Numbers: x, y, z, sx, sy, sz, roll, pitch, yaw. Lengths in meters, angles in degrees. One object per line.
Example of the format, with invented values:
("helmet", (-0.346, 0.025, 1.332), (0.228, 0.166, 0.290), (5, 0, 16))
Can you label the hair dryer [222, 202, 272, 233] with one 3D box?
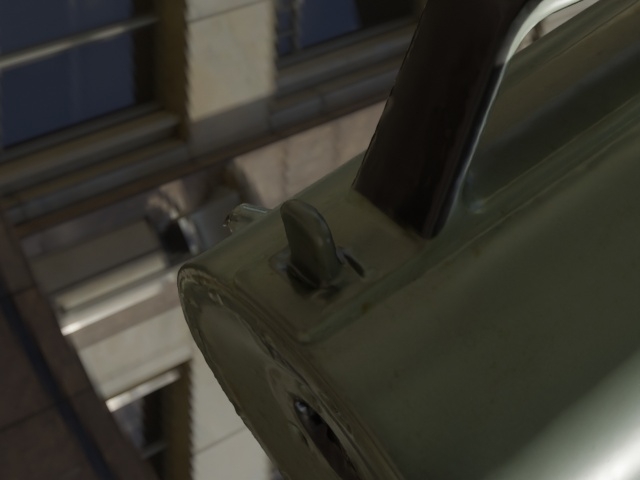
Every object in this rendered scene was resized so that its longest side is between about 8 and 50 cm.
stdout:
("hair dryer", (0.000, 0.000, 1.180), (0.137, 0.082, 0.047), (12, -97, 9))

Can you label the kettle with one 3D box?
("kettle", (0.128, -0.023, 0.939), (0.250, 0.376, 0.361), (39, -22, 42))
